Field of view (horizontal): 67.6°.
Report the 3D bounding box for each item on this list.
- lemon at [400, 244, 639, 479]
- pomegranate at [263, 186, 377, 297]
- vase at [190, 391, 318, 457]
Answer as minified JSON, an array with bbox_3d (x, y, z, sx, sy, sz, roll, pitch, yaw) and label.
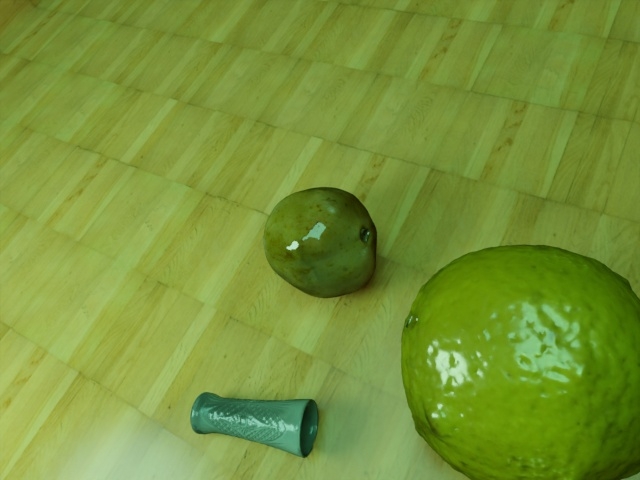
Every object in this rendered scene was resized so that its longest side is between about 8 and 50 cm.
[{"bbox_3d":[0.299,0.179,0.680,0.387,0.350,0.350,2,61,29],"label":"lemon"},{"bbox_3d":[0.004,-0.001,0.941,0.233,0.233,0.233,-6,59,11],"label":"pomegranate"},{"bbox_3d":[-0.122,0.323,0.859,0.219,0.096,0.096,1,61,18],"label":"vase"}]
